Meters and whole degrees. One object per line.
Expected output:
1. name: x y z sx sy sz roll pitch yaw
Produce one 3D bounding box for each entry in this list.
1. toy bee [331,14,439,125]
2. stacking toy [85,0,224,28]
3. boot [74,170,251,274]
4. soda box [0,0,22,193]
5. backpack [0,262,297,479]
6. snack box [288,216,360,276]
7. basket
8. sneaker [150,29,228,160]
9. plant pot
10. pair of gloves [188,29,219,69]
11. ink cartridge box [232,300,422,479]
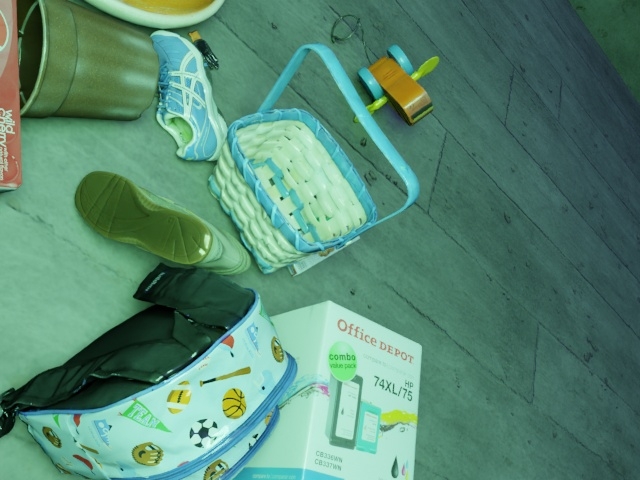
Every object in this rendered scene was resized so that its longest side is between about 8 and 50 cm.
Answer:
1. toy bee: 0.152 -0.330 1.195 0.162 0.195 0.298 44 34 -55
2. stacking toy: -0.170 -0.545 0.737 0.351 0.480 0.350 20 57 -33
3. boot: -0.208 -0.016 0.786 0.077 0.213 0.165 -65 163 -3
4. soda box: -0.394 -0.183 0.636 0.092 0.084 0.263 -1 87 -57
5. backpack: -0.163 0.163 0.641 0.213 0.263 0.276 56 45 -14
6. snack box: 0.000 0.000 1.024 0.178 0.022 0.064 -28 93 -45
7. basket: -0.020 -0.103 0.844 0.201 0.289 0.254 -26 83 -41
8. sneaker: -0.208 -0.217 0.871 0.081 0.080 0.211 -26 92 -48
9. plant pot: -0.307 -0.224 0.734 0.165 0.167 0.166 -2 76 -50
10. pair of gloves: -0.207 -0.303 0.953 0.074 0.010 0.083 54 44 -12
11. ink cartridge box: -0.002 0.254 0.802 0.198 0.197 0.269 29 56 -33
